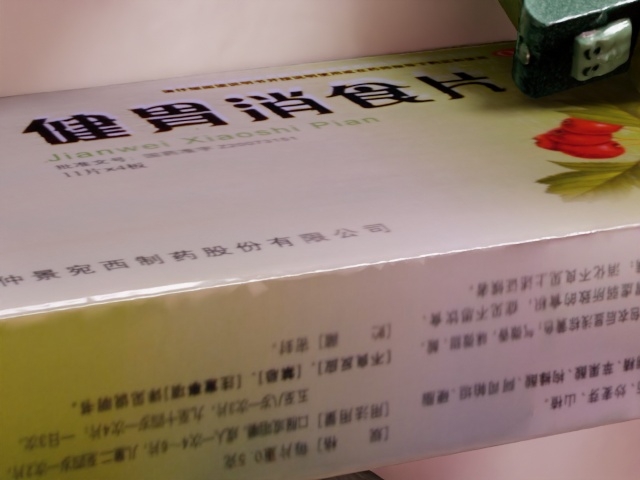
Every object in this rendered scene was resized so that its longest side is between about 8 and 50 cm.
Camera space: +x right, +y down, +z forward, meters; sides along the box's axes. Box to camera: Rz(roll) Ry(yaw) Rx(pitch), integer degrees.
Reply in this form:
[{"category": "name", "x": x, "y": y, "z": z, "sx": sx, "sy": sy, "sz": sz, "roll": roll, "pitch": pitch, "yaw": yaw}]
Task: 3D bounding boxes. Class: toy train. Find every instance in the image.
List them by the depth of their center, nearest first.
[{"category": "toy train", "x": 0.081, "y": -0.095, "z": 0.604, "sx": 0.081, "sy": 0.122, "sz": 0.050, "roll": -13, "pitch": 145, "yaw": -16}]

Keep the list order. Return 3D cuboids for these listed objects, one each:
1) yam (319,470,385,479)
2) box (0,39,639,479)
[{"category": "yam", "x": 0.029, "y": 0.153, "z": 0.664, "sx": 0.330, "sy": 0.133, "sz": 0.133, "roll": 39, "pitch": 89, "yaw": -26}, {"category": "box", "x": 0.000, "y": 0.001, "z": 0.561, "sx": 0.260, "sy": 0.175, "sz": 0.062, "roll": -9, "pitch": 112, "yaw": -21}]
